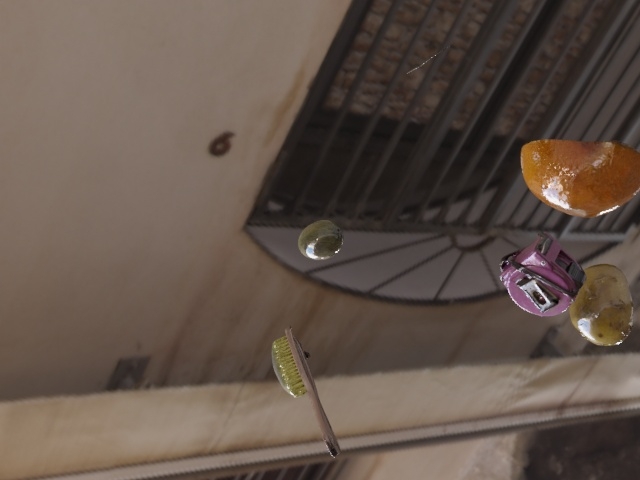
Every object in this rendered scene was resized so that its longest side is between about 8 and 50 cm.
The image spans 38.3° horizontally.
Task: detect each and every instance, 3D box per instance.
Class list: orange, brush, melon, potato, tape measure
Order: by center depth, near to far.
[{"bbox_3d":[0.348,0.058,1.453,0.125,0.118,0.074,41,-130,-1],"label":"tape measure"},{"bbox_3d":[-0.032,0.282,1.677,0.072,0.067,0.313,54,-174,-40],"label":"brush"},{"bbox_3d":[0.600,0.138,1.966,0.137,0.137,0.176,0,-110,-45],"label":"potato"},{"bbox_3d":[0.000,0.000,2.309,0.098,0.130,0.098,19,-116,-45],"label":"melon"},{"bbox_3d":[0.709,-0.183,2.461,0.274,0.310,0.274,-21,-90,-80],"label":"orange"}]

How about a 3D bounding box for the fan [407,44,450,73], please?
[{"bbox_3d":[0.260,-0.435,2.223,0.005,0.133,0.085,56,-144,-6],"label":"fan"}]
